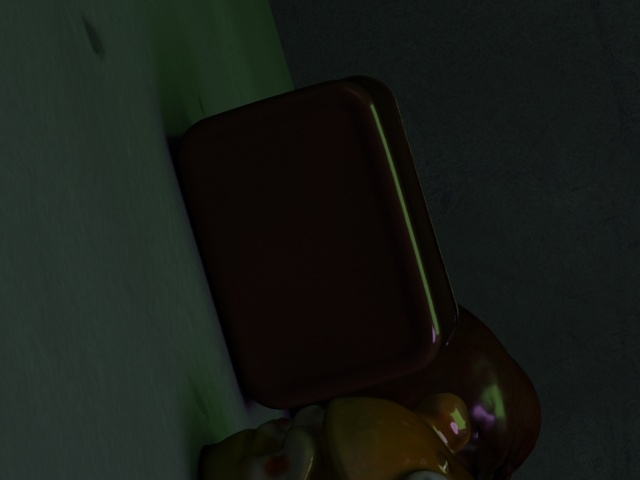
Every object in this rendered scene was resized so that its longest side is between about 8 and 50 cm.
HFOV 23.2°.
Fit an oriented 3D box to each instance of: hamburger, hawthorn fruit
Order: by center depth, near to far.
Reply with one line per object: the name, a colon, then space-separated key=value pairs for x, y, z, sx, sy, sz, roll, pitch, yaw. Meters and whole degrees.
hamburger: x=0.040 y=0.258 z=1.327 sx=0.276 sy=0.237 sz=0.276 roll=-20 pitch=90 yaw=-83
hawthorn fruit: x=0.114 y=0.206 z=1.995 sx=0.325 sy=0.308 sz=0.308 roll=54 pitch=6 yaw=-2

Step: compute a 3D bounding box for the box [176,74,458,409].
box: x=0.000 y=0.000 z=1.716 sx=0.229 sy=0.239 sz=0.339 roll=-32 pitch=106 yaw=-83
